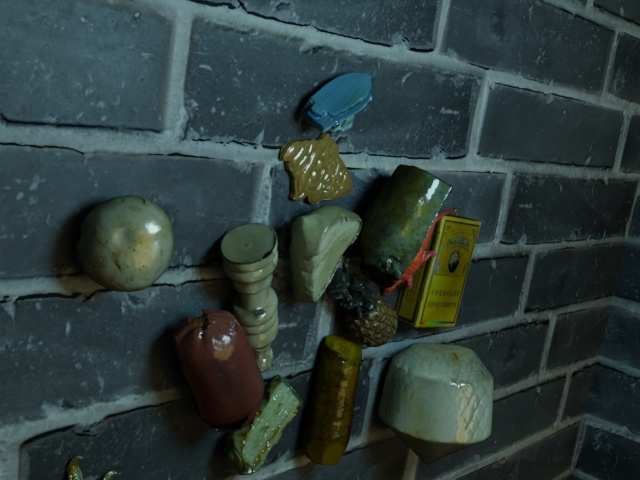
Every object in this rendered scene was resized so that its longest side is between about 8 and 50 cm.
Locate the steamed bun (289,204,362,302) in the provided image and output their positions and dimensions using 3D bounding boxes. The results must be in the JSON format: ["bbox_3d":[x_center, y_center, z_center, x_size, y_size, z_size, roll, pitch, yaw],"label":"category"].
[{"bbox_3d":[-0.009,-0.003,1.744,0.231,0.110,0.212,-57,161,-21],"label":"steamed bun"}]

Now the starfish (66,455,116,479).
[{"bbox_3d":[-0.463,0.494,1.481,0.176,0.053,0.208,19,83,-40],"label":"starfish"}]

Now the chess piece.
[{"bbox_3d":[-0.133,0.132,1.663,0.124,0.139,0.307,-18,124,-23],"label":"chess piece"}]

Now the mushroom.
[{"bbox_3d":[-0.332,0.005,1.381,0.166,0.127,0.166,-2,95,-27],"label":"mushroom"}]

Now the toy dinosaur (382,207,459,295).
[{"bbox_3d":[0.234,0.030,2.002,0.286,0.070,0.139,-54,162,17],"label":"toy dinosaur"}]

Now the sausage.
[{"bbox_3d":[-0.200,0.260,1.602,0.152,0.152,0.280,-38,130,-33],"label":"sausage"}]

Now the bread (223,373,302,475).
[{"bbox_3d":[-0.132,0.403,1.786,0.232,0.088,0.128,-55,147,-28],"label":"bread"}]

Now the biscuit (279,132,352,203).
[{"bbox_3d":[-0.002,-0.150,1.764,0.250,0.035,0.162,23,91,-51],"label":"biscuit"}]

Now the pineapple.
[{"bbox_3d":[0.086,0.148,1.908,0.128,0.128,0.248,-55,132,-19],"label":"pineapple"}]

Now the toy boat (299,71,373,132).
[{"bbox_3d":[0.041,-0.288,1.733,0.215,0.088,0.102,-41,166,-32],"label":"toy boat"}]

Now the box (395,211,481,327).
[{"bbox_3d":[0.313,0.078,2.158,0.192,0.084,0.302,6,100,-50],"label":"box"}]

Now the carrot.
[{"bbox_3d":[0.031,0.385,1.939,0.114,0.114,0.302,2,102,-49],"label":"carrot"}]

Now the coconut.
[{"bbox_3d":[0.300,0.433,2.128,0.328,0.328,0.329,-20,119,-43],"label":"coconut"}]

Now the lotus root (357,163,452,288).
[{"bbox_3d":[0.170,-0.028,1.897,0.260,0.149,0.267,-58,177,-5],"label":"lotus root"}]
